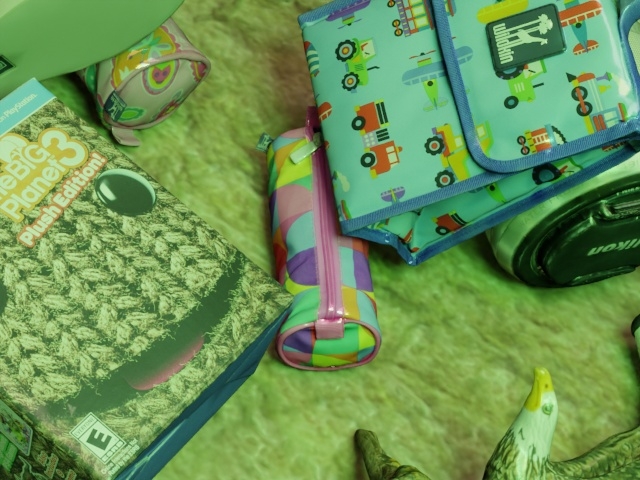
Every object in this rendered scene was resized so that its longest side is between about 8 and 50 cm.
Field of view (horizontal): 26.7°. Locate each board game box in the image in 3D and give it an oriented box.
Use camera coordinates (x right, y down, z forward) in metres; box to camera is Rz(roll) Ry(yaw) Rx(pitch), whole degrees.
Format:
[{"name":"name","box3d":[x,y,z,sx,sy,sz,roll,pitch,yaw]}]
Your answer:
[{"name":"board game box","box3d":[-0.212,0.054,1.081,0.291,0.141,0.232,39,53,8]}]

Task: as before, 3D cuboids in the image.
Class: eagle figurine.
[{"name":"eagle figurine","box3d":[0.189,0.205,1.069,0.298,0.225,0.226,6,45,-8]}]

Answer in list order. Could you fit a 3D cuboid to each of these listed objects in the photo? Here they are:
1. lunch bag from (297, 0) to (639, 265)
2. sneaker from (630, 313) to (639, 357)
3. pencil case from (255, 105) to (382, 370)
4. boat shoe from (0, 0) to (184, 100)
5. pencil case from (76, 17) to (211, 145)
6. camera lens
[{"name":"lunch bag","box3d":[0.150,-0.140,1.172,0.138,0.293,0.221,23,50,-54]},{"name":"sneaker","box3d":[0.430,0.087,1.300,0.315,0.127,0.182,-4,61,-20]},{"name":"pencil case","box3d":[0.000,0.000,1.223,0.104,0.104,0.236,5,57,-17]},{"name":"boat shoe","box3d":[-0.283,-0.215,1.175,0.340,0.127,0.158,-26,61,3]},{"name":"pencil case","box3d":[-0.225,-0.229,1.287,0.124,0.124,0.284,-25,69,-32]},{"name":"camera lens","box3d":[0.237,-0.108,1.304,0.219,0.219,0.274,-6,59,-23]}]
